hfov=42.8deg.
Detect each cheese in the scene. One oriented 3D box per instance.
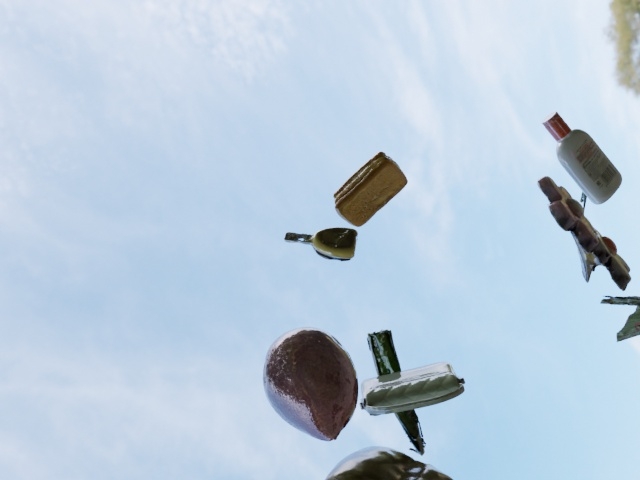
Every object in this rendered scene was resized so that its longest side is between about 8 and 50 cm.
[{"bbox_3d":[0.000,0.001,1.824,0.036,0.162,0.086,87,-169,-49],"label":"cheese"}]

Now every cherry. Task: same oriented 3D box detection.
[{"bbox_3d":[-0.009,0.310,1.779,0.206,0.239,0.239,-41,-66,-36],"label":"cherry"}]

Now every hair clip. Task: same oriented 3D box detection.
[{"bbox_3d":[0.440,-0.007,1.366,0.257,0.075,0.146,47,-153,-33],"label":"hair clip"}]

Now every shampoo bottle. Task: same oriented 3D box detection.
[{"bbox_3d":[0.568,-0.187,1.787,0.221,0.051,0.108,48,-116,-7],"label":"shampoo bottle"}]

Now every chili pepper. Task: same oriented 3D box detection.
[{"bbox_3d":[0.202,0.405,2.138,0.076,0.084,0.359,-21,-85,-47],"label":"chili pepper"}]

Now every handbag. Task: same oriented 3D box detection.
[{"bbox_3d":[0.219,0.366,1.941,0.219,0.256,0.079,-90,-13,-85],"label":"handbag"}]

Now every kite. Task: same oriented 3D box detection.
[{"bbox_3d":[0.766,0.148,1.847,0.323,0.267,0.013,101,175,-48],"label":"kite"}]

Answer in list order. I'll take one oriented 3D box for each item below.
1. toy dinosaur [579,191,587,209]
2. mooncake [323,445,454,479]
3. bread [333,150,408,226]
[{"bbox_3d":[0.696,-0.128,2.148,0.060,0.029,0.120,49,-123,-55],"label":"toy dinosaur"},{"bbox_3d":[0.154,0.765,2.052,0.262,0.466,0.468,-5,-95,-64],"label":"mooncake"},{"bbox_3d":[0.124,-0.131,2.102,0.116,0.200,0.077,32,-160,-47],"label":"bread"}]
